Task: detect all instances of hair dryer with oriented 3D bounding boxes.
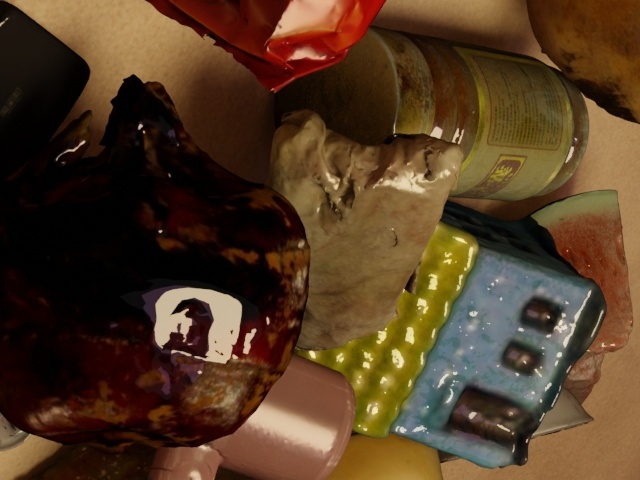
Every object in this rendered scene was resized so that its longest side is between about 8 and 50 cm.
[{"bbox_3d":[-0.113,0.248,1.440,0.210,0.125,0.352,23,68,-20],"label":"hair dryer"}]

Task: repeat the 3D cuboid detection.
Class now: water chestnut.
[{"bbox_3d":[-0.151,0.028,1.284,0.289,0.289,0.244,-35,147,-24],"label":"water chestnut"}]

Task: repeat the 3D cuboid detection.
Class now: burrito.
[{"bbox_3d":[0.011,0.006,1.433,0.348,0.175,0.107,117,-3,-56],"label":"burrito"}]

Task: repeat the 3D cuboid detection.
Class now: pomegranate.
[{"bbox_3d":[0.361,-0.253,1.575,0.322,0.322,0.322,-28,136,-31],"label":"pomegranate"}]

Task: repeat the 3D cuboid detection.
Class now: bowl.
[{"bbox_3d":[0.204,0.186,1.806,0.189,0.086,0.189,-14,170,-2],"label":"bowl"}]

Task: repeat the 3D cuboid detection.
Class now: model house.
[{"bbox_3d":[0.089,0.065,1.645,0.303,0.215,0.237,20,104,-24],"label":"model house"}]

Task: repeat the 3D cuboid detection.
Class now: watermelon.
[{"bbox_3d":[0.264,0.092,1.855,0.148,0.226,0.318,-5,124,-14],"label":"watermelon"}]

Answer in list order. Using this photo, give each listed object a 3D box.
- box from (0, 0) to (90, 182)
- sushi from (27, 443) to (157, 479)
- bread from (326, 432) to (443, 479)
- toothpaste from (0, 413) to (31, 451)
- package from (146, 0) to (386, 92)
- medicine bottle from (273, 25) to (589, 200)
[{"bbox_3d":[-0.250,-0.113,1.273,0.126,0.027,0.125,-54,146,-2],"label":"box"},{"bbox_3d":[-0.188,0.282,1.554,0.274,0.139,0.184,-37,138,-21],"label":"sushi"},{"bbox_3d":[0.028,0.378,1.762,0.329,0.245,0.424,-34,155,-34],"label":"bread"},{"bbox_3d":[-0.319,0.054,1.302,0.100,0.066,0.323,-41,137,-17],"label":"toothpaste"},{"bbox_3d":[0.017,-0.331,1.247,0.123,0.196,0.423,12,108,-56],"label":"package"},{"bbox_3d":[0.117,-0.118,1.563,0.322,0.151,0.151,2,117,-48],"label":"medicine bottle"}]
